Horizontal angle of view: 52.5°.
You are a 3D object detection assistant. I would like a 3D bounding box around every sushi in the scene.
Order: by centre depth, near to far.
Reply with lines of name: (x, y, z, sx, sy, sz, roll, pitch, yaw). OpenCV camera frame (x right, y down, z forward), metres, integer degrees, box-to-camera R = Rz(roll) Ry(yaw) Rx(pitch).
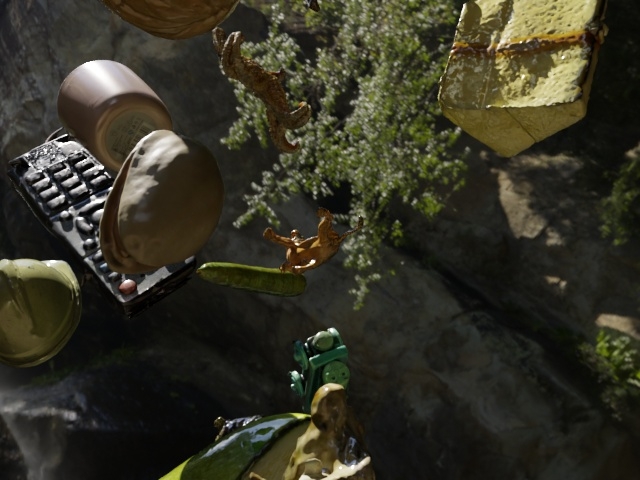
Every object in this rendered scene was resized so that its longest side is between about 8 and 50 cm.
sushi: (-0.146, 0.465, 1.367, 0.115, 0.147, 0.212, -16, -39, 0)

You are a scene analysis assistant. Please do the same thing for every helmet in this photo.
helmet: (-0.582, 0.102, 1.248, 0.204, 0.257, 0.137, -21, -39, -7)

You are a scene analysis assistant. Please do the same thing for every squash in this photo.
squash: (-0.106, 0.405, 1.019, 0.309, 0.210, 0.233, -32, -26, 23)

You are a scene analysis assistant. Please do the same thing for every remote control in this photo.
remote control: (-0.341, -0.029, 0.975, 0.144, 0.399, 0.062, -34, -36, -24)

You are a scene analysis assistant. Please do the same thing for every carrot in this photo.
carrot: (-0.164, 0.095, 1.578, 0.358, 0.074, 0.074, 11, -62, -51)

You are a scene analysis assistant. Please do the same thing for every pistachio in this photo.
pistachio: (-0.170, -0.039, 0.697, 0.124, 0.185, 0.124, 9, -49, 10)

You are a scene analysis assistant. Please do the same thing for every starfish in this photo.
starfish: (-0.118, -0.325, 1.374, 0.113, 0.303, 0.312, -35, -72, 6)

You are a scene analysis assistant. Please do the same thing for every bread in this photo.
bread: (0.346, -0.318, 1.097, 0.198, 0.236, 0.263, 24, -108, -21)

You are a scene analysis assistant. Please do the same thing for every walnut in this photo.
walnut: (-0.265, -0.513, 1.087, 0.333, 0.333, 0.333, -14, -52, -19)

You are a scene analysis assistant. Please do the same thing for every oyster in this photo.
oyster: (-0.011, 0.288, 0.434, 0.096, 0.221, 0.361, 0, -86, 5)

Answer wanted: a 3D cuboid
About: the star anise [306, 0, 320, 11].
star anise: (-0.056, -0.555, 1.048, 0.292, 0.109, 0.349, -45, -79, -23)

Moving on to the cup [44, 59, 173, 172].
cup: (-0.442, -0.231, 1.332, 0.253, 0.200, 0.191, -36, -44, -14)

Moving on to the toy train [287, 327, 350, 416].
toy train: (0.012, 0.342, 1.537, 0.120, 0.194, 0.298, -18, -34, -18)

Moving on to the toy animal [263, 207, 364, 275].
toy animal: (0.000, 0.008, 1.283, 0.116, 0.114, 0.255, 2, -14, -44)
